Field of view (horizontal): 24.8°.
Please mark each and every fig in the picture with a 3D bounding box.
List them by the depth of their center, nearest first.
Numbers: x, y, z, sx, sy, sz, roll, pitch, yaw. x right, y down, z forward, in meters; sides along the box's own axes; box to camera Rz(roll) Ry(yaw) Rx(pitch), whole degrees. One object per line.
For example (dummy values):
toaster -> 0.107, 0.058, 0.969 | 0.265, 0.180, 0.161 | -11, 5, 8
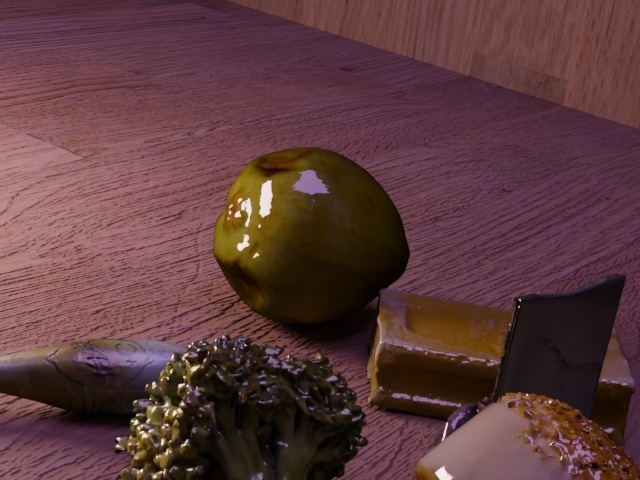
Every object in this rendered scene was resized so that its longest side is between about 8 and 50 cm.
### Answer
fig -> 0.000, 0.000, 1.898 | 0.271, 0.239, 0.239 | 14, 17, -26

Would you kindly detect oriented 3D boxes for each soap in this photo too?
soap -> 0.216, 0.151, 1.785 | 0.315, 0.091, 0.199 | 9, 21, 0

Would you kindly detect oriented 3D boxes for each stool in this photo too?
stool -> 0.301, 0.207, 1.404 | 0.170, 0.269, 0.244 | -9, 27, -41

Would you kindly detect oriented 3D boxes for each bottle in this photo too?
bottle -> -0.271, 0.145, 1.575 | 0.270, 0.083, 0.083 | 4, 21, -13

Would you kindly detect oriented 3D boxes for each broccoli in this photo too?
broccoli -> -0.065, 0.190, 1.408 | 0.243, 0.180, 0.273 | 2, 22, -23

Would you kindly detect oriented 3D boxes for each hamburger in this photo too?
hamburger -> 0.201, 0.260, 1.204 | 0.179, 0.294, 0.276 | -26, 53, -14

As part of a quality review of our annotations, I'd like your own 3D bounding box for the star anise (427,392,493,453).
star anise -> 0.212, 0.188, 1.584 | 0.212, 0.197, 0.073 | -20, 74, -54
